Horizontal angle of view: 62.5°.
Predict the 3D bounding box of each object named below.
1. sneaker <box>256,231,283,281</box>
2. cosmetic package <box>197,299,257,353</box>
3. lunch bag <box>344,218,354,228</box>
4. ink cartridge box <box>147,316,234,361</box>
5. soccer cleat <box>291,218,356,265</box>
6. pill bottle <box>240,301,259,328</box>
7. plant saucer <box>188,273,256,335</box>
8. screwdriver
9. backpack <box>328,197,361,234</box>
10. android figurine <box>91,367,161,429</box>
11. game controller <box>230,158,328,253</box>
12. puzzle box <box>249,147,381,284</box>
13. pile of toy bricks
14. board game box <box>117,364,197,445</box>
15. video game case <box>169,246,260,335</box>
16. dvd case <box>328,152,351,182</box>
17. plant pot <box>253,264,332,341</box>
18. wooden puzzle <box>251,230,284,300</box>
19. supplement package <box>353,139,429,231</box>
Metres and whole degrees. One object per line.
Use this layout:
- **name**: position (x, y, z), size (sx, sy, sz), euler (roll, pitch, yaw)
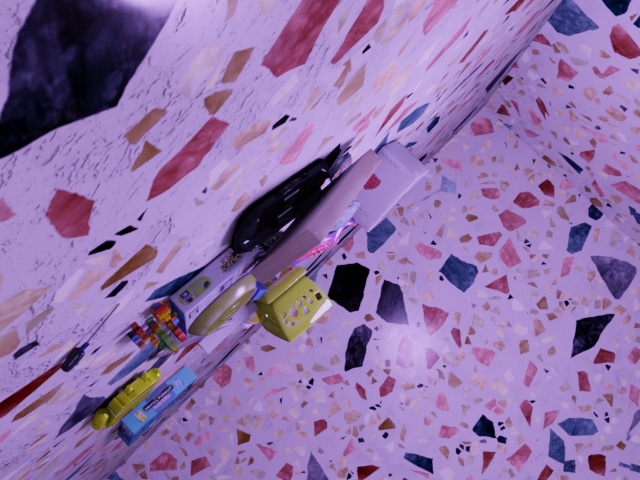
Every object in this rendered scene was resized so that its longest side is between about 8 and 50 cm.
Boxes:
- **sneaker**: position (-0.109, 0.050, 1.563), size (0.229, 0.086, 0.132), euler (-18, 136, -20)
- **cosmetic package**: position (-0.345, 0.299, 1.909), size (0.239, 0.060, 0.099), euler (-43, -160, -18)
- **lunch bag**: position (0.126, -0.105, 2.435), size (0.098, 0.067, 0.065), euler (-48, 172, 32)
- **ink cartridge box**: position (-0.412, 0.294, 1.650), size (0.232, 0.066, 0.189), euler (-24, 174, 22)
- **soccer cleat**: position (0.000, 0.000, 2.049), size (0.318, 0.116, 0.108), euler (-45, -176, -5)
- **pill bottle**: position (-0.274, 0.283, 2.199), size (0.184, 0.103, 0.103), euler (-49, 173, 27)
- **plant saucer**: position (-0.260, 0.186, 1.462), size (0.241, 0.037, 0.241), euler (-44, 174, -6)
- **screwdriver**: position (-0.430, 0.185, 0.998), size (0.170, 0.025, 0.024), euler (-45, 174, 4)
- **backpack**: position (0.052, -0.106, 1.787), size (0.152, 0.115, 0.182), euler (-34, 165, -46)
- **android figurine**: position (-0.609, 0.501, 1.679), size (0.248, 0.056, 0.273), euler (-38, 171, -45)
- **game controller**: position (-0.095, -0.088, 1.301), size (0.319, 0.067, 0.166), euler (-41, 158, -38)
- **puzzle box**: position (-0.004, -0.071, 1.419), size (0.272, 0.052, 0.409), euler (-36, -168, 45)
- **pile of toy bricks**: position (-0.374, 0.231, 1.261), size (0.118, 0.105, 0.212), euler (-42, 173, -23)
- **board game box**: position (-0.702, 0.708, 2.265), size (0.336, 0.079, 0.253), euler (-40, 172, -38)
- **video game case**: position (-0.279, 0.126, 1.394), size (0.244, 0.061, 0.269), euler (-41, 172, -24)
- **dvd case**: position (0.061, -0.217, 1.604), size (0.087, 0.013, 0.119), euler (-45, 172, -1)
- **plant pot**: position (-0.132, 0.212, 1.970), size (0.227, 0.207, 0.228), euler (-40, -158, -22)
- **wooden puzzle**: position (-0.200, 0.114, 1.724), size (0.348, 0.080, 0.322), euler (-45, 174, 3)
- **supplement package**: position (0.236, -0.208, 2.009), size (0.293, 0.177, 0.175), euler (-50, 172, 31)
